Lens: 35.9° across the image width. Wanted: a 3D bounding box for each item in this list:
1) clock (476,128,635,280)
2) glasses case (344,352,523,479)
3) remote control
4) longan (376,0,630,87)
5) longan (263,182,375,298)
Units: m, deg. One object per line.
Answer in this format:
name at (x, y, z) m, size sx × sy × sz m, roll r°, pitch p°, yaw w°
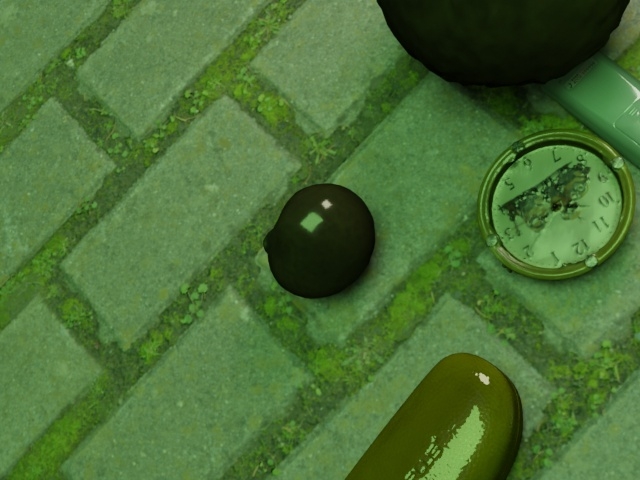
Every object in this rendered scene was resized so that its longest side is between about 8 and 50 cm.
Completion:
clock at (0.352, -0.050, 1.474) m, size 0.237 × 0.057 × 0.237 m, roll -7°, pitch 73°, yaw 22°
glasses case at (0.147, 0.334, 1.388) m, size 0.173 × 0.141 × 0.371 m, roll 38°, pitch 90°, yaw 26°
remote control at (0.466, -0.186, 1.474) m, size 0.103 × 0.051 × 0.293 m, roll -46°, pitch 63°, yaw 3°
longan at (0.265, -0.409, 1.440) m, size 0.391 × 0.391 × 0.391 m, roll -6°, pitch 72°, yaw 20°
longan at (0.000, 0.000, 1.535) m, size 0.189 × 0.189 × 0.189 m, roll -6°, pitch 72°, yaw 20°
